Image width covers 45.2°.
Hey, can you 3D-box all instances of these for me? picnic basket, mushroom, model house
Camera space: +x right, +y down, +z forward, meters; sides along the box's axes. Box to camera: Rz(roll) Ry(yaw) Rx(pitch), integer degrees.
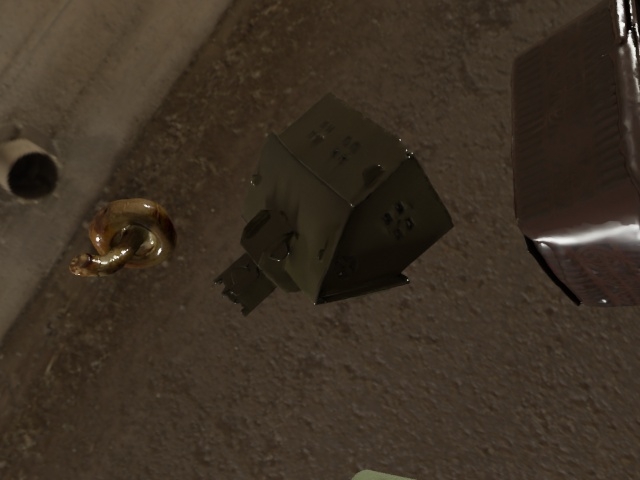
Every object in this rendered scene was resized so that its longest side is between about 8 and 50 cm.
[{"bbox_3d":[0.267,-0.076,0.714,0.129,0.222,0.297,-17,50,34],"label":"picnic basket"},{"bbox_3d":[-0.209,-0.003,0.796,0.088,0.129,0.073,-41,78,36],"label":"mushroom"},{"bbox_3d":[0.000,0.000,0.870,0.243,0.204,0.211,-41,39,-2],"label":"model house"}]

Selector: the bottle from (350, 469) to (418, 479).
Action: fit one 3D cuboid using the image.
[{"bbox_3d":[0.117,0.367,1.069,0.201,0.072,0.072,-17,52,59],"label":"bottle"}]
